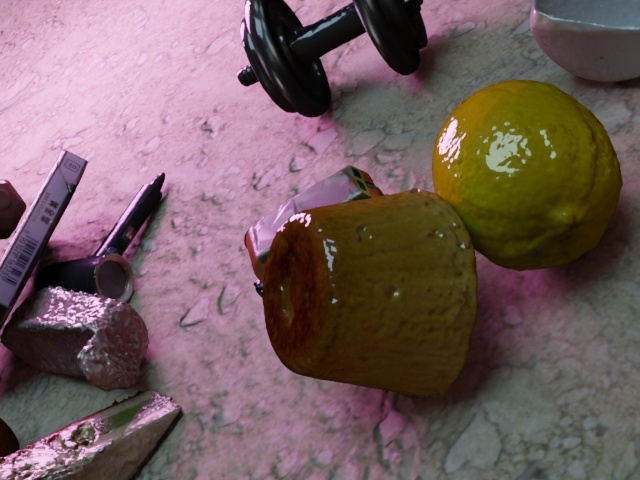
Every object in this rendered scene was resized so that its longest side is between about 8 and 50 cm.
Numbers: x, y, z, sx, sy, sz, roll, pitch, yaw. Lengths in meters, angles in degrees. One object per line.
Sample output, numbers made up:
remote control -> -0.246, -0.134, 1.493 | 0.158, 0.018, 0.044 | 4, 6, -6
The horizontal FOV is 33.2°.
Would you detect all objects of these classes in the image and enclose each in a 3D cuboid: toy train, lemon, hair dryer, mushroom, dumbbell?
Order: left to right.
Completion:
dumbbell -> -0.510, -0.010, 1.582 | 0.082, 0.092, 0.231 | -38, 1, -43
hair dryer -> -0.284, -0.003, 1.481 | 0.128, 0.070, 0.255 | -10, 37, 34
toy train -> 0.000, 0.000, 1.190 | 0.188, 0.099, 0.072 | -31, 37, 7
dumbbell -> 0.018, -0.274, 1.400 | 0.290, 0.192, 0.192 | -24, 38, 19
lemon -> 0.197, -0.062, 1.029 | 0.180, 0.180, 0.193 | -46, 46, -12
mushroom -> 0.372, -0.346, 1.239 | 0.177, 0.126, 0.397 | 3, 51, 30

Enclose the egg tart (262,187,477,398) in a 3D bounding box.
egg tart -> 0.035, 0.049, 0.999 | 0.202, 0.147, 0.202 | -7, 82, 63

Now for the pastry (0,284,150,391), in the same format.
pastry -> -0.291, 0.116, 1.305 | 0.265, 0.103, 0.112 | 11, 51, 49

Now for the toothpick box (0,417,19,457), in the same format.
toothpick box -> -0.467, 0.314, 1.175 | 0.192, 0.192, 0.294 | -6, 41, 36

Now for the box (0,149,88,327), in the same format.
box -> -0.410, 0.032, 1.449 | 0.180, 0.047, 0.325 | -52, 15, 35

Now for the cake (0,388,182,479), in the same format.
cake -> -0.248, 0.260, 1.166 | 0.086, 0.116, 0.220 | 12, 26, 44
